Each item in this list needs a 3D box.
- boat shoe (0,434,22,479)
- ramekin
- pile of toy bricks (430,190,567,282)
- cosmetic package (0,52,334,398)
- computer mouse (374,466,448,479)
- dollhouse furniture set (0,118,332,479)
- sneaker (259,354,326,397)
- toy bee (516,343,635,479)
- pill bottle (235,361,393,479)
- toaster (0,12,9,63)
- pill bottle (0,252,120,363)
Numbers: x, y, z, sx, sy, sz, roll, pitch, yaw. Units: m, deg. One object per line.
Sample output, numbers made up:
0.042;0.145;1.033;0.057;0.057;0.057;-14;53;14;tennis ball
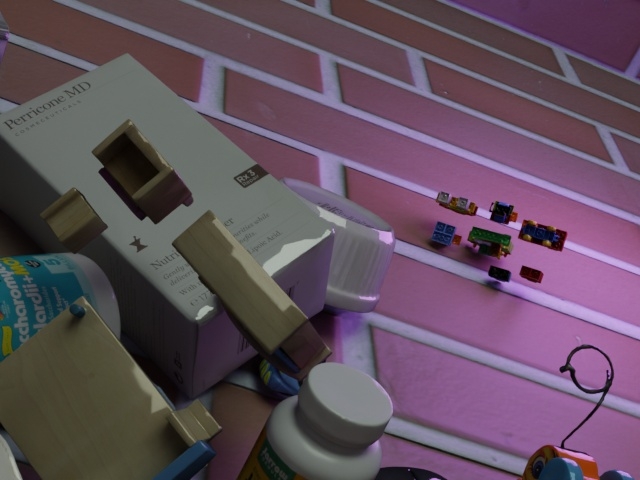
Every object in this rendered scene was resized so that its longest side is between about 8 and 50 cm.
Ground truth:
-0.241;0.258;1.018;0.098;0.096;0.277;36;26;-51;boat shoe
0.000;0.000;1.659;0.207;0.109;0.207;24;10;-5;ramekin
0.276;0.002;1.985;0.212;0.118;0.105;18;-4;19;pile of toy bricks
-0.191;-0.027;1.480;0.217;0.156;0.385;-35;62;-31;cosmetic package
0.104;0.267;1.242;0.188;0.072;0.272;4;-1;-15;computer mouse
-0.186;0.108;1.208;0.286;0.303;0.198;47;-5;15;dollhouse furniture set
-0.032;0.133;1.525;0.078;0.067;0.188;40;20;-22;sneaker
0.289;0.299;1.442;0.195;0.162;0.298;32;52;-6;toy bee
-0.012;0.223;1.212;0.118;0.208;0.117;21;28;-12;pill bottle
-0.498;-0.252;1.656;0.110;0.168;0.185;5;34;-37;toaster
-0.338;0.090;1.228;0.264;0.146;0.146;-5;41;-45;pill bottle
